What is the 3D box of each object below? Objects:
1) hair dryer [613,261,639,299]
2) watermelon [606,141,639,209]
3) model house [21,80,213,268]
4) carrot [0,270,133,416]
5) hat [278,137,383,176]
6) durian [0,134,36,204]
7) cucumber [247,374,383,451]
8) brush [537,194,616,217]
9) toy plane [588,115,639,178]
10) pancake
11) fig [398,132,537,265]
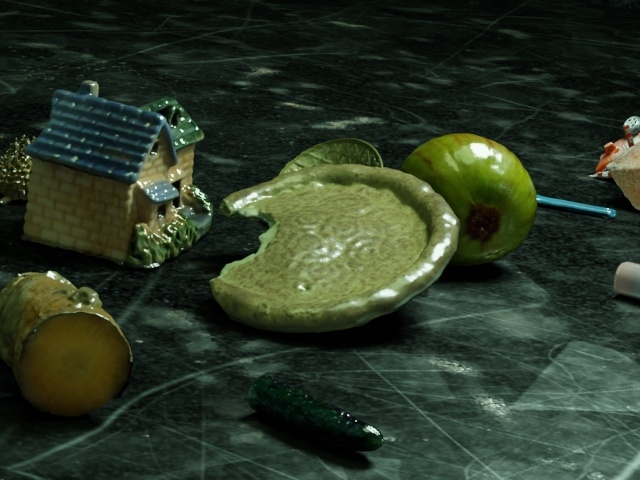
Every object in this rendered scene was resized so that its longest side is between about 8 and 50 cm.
[{"bbox_3d":[0.364,0.044,1.854,0.063,0.037,0.114,16,12,35],"label":"hair dryer"},{"bbox_3d":[0.489,-0.076,2.158,0.256,0.140,0.193,3,19,28],"label":"watermelon"},{"bbox_3d":[-0.203,-0.083,1.850,0.166,0.172,0.183,12,17,24],"label":"model house"},{"bbox_3d":[-0.234,0.073,1.494,0.102,0.102,0.263,0,12,-18],"label":"carrot"},{"bbox_3d":[0.016,-0.040,1.982,0.146,0.067,0.146,-17,45,17],"label":"hat"},{"bbox_3d":[-0.331,-0.085,1.995,0.110,0.071,0.140,11,22,18],"label":"durian"},{"bbox_3d":[-0.002,0.144,1.405,0.133,0.032,0.032,20,22,38],"label":"cucumber"},{"bbox_3d":[0.284,-0.048,2.156,0.164,0.014,0.051,12,19,18],"label":"brush"},{"bbox_3d":[0.441,-0.140,2.276,0.126,0.194,0.077,24,31,-25],"label":"toy plane"},{"bbox_3d":[0.000,0.000,1.737,0.286,0.033,0.288,22,41,37],"label":"pancake"},{"bbox_3d":[0.134,-0.062,1.930,0.151,0.151,0.259,0,17,-18],"label":"fig"}]
